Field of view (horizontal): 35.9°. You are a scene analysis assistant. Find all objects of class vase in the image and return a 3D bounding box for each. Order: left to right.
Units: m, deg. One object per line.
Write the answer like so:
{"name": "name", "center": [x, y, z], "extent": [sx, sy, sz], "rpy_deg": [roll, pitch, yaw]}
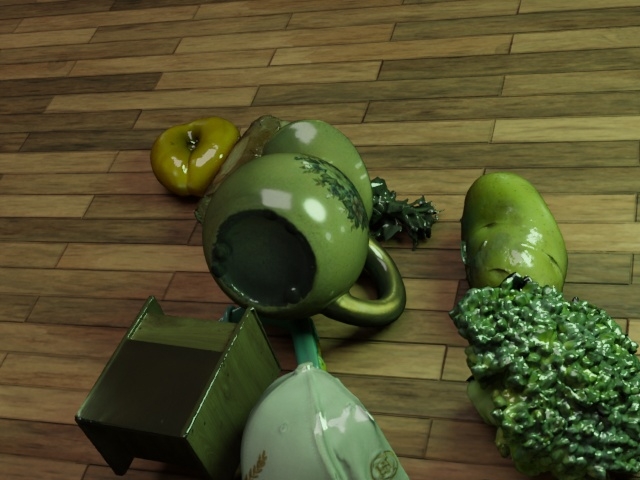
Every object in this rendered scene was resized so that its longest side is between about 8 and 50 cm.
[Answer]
{"name": "vase", "center": [0.000, 0.000, 1.480], "extent": [0.241, 0.329, 0.302], "rpy_deg": [-45, 4, 30]}

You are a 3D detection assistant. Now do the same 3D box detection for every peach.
{"name": "peach", "center": [-0.228, -0.153, 1.820], "extent": [0.179, 0.103, 0.179], "rpy_deg": [-10, 48, 11]}

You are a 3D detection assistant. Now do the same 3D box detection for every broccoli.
{"name": "broccoli", "center": [0.264, 0.191, 1.221], "extent": [0.247, 0.245, 0.288], "rpy_deg": [-19, 74, -37]}

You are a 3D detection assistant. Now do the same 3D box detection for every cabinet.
{"name": "cabinet", "center": [-0.182, 0.207, 1.337], "extent": [0.174, 0.148, 0.215], "rpy_deg": [3, 47, 26]}

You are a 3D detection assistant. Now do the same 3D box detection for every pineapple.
{"name": "pineapple", "center": [0.076, -0.060, 1.627], "extent": [0.251, 0.125, 0.125], "rpy_deg": [22, 57, 23]}

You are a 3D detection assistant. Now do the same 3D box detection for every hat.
{"name": "hat", "center": [-0.058, 0.307, 1.205], "extent": [0.301, 0.168, 0.257], "rpy_deg": [-53, 18, -19]}

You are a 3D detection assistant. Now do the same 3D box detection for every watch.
{"name": "watch", "center": [-0.088, 0.190, 1.467], "extent": [0.195, 0.068, 0.237], "rpy_deg": [-18, 48, 6]}

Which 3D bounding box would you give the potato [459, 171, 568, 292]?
{"name": "potato", "center": [0.272, 0.012, 1.430], "extent": [0.143, 0.169, 0.248], "rpy_deg": [8, 53, -22]}

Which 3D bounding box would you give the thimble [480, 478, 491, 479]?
{"name": "thimble", "center": [0.170, 0.384, 1.078], "extent": [0.172, 0.205, 0.236], "rpy_deg": [-20, 41, 3]}

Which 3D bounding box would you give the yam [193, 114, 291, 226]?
{"name": "yam", "center": [-0.109, -0.107, 1.718], "extent": [0.128, 0.129, 0.238], "rpy_deg": [-7, 40, 39]}
